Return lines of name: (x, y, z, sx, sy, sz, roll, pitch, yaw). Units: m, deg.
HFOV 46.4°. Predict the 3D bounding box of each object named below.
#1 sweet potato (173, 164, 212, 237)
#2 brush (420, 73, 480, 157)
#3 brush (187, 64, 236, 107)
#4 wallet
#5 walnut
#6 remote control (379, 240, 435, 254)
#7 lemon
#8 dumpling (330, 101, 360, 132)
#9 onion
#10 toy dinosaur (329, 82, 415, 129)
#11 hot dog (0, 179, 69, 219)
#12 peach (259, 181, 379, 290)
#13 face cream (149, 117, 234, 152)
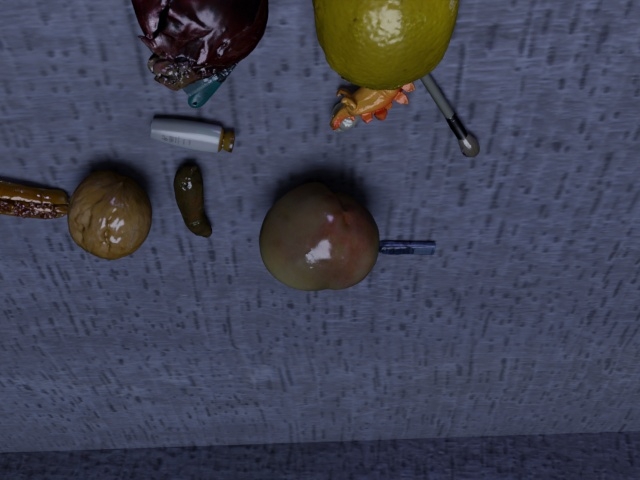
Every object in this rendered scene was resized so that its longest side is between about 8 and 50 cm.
sweet potato: (-0.311, -0.085, 1.817, 0.075, 0.075, 0.273, 1, 145, 1)
brush: (0.265, -0.273, 1.584, 0.042, 0.039, 0.299, -21, 136, 27)
brush: (-0.220, -0.326, 1.531, 0.043, 0.032, 0.193, 24, 136, -27)
wallet: (-0.267, -0.357, 1.480, 0.088, 0.026, 0.129, -25, 118, 29)
walnut: (-0.493, -0.061, 1.762, 0.195, 0.195, 0.221, 14, 134, -16)
remote control: (0.226, 0.021, 1.975, 0.153, 0.027, 0.043, 0, 138, -2)
lemon: (0.109, -0.387, 1.273, 0.245, 0.245, 0.320, -1, 149, 2)
dumpling: (0.053, -0.267, 1.595, 0.077, 0.043, 0.059, -28, 112, 37)
onion: (-0.214, -0.414, 1.266, 0.221, 0.281, 0.281, 26, 162, 41)
toy dinosaur: (0.127, -0.310, 1.510, 0.117, 0.070, 0.288, 34, 123, -24)
hot dog: (-0.738, -0.092, 1.811, 0.249, 0.076, 0.102, 10, 145, -13)
peach: (0.001, 0.000, 1.770, 0.292, 0.247, 0.292, 14, 161, 5)
face cream: (-0.280, -0.231, 1.640, 0.182, 0.051, 0.072, 9, 141, -8)
